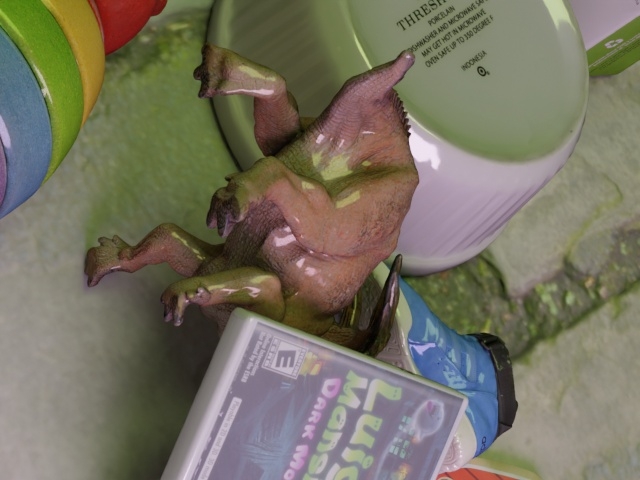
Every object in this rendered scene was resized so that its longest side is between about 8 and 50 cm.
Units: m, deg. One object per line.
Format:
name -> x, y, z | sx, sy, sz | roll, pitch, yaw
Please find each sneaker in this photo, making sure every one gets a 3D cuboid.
sneaker -> 0.077, 0.070, 0.959 | 0.084, 0.058, 0.152 | -24, 81, -43

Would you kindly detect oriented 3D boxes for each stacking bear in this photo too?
stacking bear -> -0.190, -0.103, 0.794 | 0.175, 0.164, 0.289 | 44, 46, -10

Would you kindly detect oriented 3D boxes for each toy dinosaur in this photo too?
toy dinosaur -> 0.000, 0.000, 0.836 | 0.200, 0.296, 0.127 | 12, 32, -33

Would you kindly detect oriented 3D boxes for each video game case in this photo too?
video game case -> -0.015, 0.150, 0.796 | 0.173, 0.022, 0.190 | 24, 89, -38

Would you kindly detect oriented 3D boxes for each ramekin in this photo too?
ramekin -> 0.066, -0.121, 0.997 | 0.273, 0.127, 0.273 | 15, 61, -30

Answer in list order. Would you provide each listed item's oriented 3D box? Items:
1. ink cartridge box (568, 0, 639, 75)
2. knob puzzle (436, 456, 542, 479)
ink cartridge box -> 0.256, -0.267, 1.118 | 0.097, 0.255, 0.189 | -8, 73, -38
knob puzzle -> 0.109, 0.221, 0.929 | 0.213, 0.030, 0.213 | 15, 61, -29
